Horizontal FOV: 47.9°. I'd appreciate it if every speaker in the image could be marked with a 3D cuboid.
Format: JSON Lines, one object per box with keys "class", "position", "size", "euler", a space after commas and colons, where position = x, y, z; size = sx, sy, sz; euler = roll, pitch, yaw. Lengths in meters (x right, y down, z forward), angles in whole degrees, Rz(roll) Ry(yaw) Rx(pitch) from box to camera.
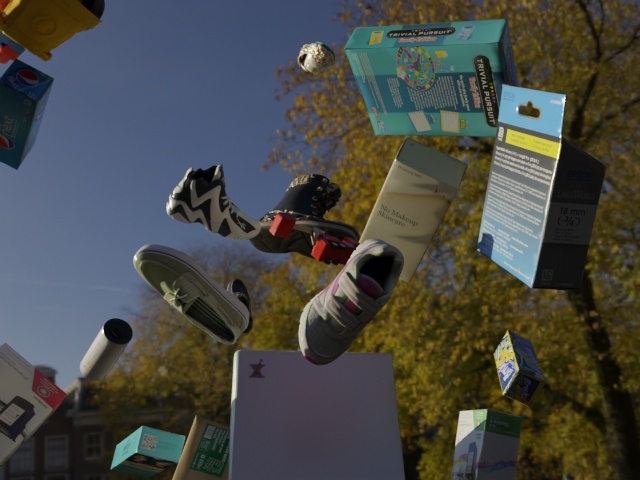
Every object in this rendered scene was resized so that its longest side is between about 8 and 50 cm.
{"class": "speaker", "position": [-0.385, 0.197, 1.292], "size": [0.055, 0.055, 0.136], "euler": [7, -41, -34]}

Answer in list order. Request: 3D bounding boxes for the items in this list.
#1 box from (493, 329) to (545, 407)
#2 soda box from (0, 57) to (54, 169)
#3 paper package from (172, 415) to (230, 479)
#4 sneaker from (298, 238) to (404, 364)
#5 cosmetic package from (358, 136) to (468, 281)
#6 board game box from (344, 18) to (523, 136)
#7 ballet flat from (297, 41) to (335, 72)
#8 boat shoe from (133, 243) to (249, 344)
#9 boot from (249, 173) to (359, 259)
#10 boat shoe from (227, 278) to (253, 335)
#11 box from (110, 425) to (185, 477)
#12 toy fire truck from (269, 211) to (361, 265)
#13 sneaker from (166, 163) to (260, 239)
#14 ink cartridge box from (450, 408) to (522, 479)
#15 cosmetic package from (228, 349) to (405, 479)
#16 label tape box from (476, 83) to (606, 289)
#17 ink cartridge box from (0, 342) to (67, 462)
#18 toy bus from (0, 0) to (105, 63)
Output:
{"class": "box", "position": [0.358, 0.229, 1.302], "size": [0.054, 0.059, 0.169], "euler": [25, 18, 1]}
{"class": "soda box", "position": [-0.535, -0.218, 1.269], "size": [0.071, 0.067, 0.210], "euler": [28, -40, -15]}
{"class": "paper package", "position": [-0.329, 0.722, 2.044], "size": [0.168, 0.325, 0.310], "euler": [15, -45, 2]}
{"class": "sneaker", "position": [0.052, 0.095, 1.205], "size": [0.103, 0.252, 0.111], "euler": [35, -14, -4]}
{"class": "cosmetic package", "position": [0.206, -0.067, 1.689], "size": [0.160, 0.113, 0.310], "euler": [25, -48, 6]}
{"class": "board game box", "position": [0.249, -0.343, 1.560], "size": [0.335, 0.079, 0.254], "euler": [6, -37, 28]}
{"class": "ballet flat", "position": [-0.014, -0.505, 2.015], "size": [0.091, 0.077, 0.241], "euler": [35, 5, -15]}
{"class": "boat shoe", "position": [-0.289, 0.118, 1.614], "size": [0.302, 0.094, 0.109], "euler": [35, -66, -9]}
{"class": "boot", "position": [-0.012, -0.078, 2.208], "size": [0.377, 0.284, 0.138], "euler": [0, -51, 34]}
{"class": "boat shoe", "position": [-0.238, 0.191, 2.208], "size": [0.075, 0.206, 0.065], "euler": [10, -45, -26]}
{"class": "box", "position": [-0.396, 0.485, 1.640], "size": [0.100, 0.060, 0.244], "euler": [20, -32, -20]}
{"class": "toy fire truck", "position": [0.000, 0.000, 1.546], "size": [0.192, 0.135, 0.047], "euler": [9, -66, -44]}
{"class": "sneaker", "position": [-0.228, -0.100, 1.691], "size": [0.234, 0.094, 0.153], "euler": [20, -68, -19]}
{"class": "ink cartridge box", "position": [0.366, 0.491, 1.604], "size": [0.093, 0.213, 0.154], "euler": [13, -16, -9]}
{"class": "cosmetic package", "position": [-0.025, 0.466, 1.495], "size": [0.329, 0.328, 0.394], "euler": [2, -41, -5]}
{"class": "label tape box", "position": [0.403, -0.105, 1.320], "size": [0.105, 0.334, 0.240], "euler": [2, 16, -14]}
{"class": "ink cartridge box", "position": [-0.647, 0.340, 1.413], "size": [0.100, 0.172, 0.237], "euler": [-47, 4, 27]}
{"class": "toy bus", "position": [-0.506, -0.417, 1.253], "size": [0.211, 0.220, 0.149], "euler": [-38, -37, 14]}
